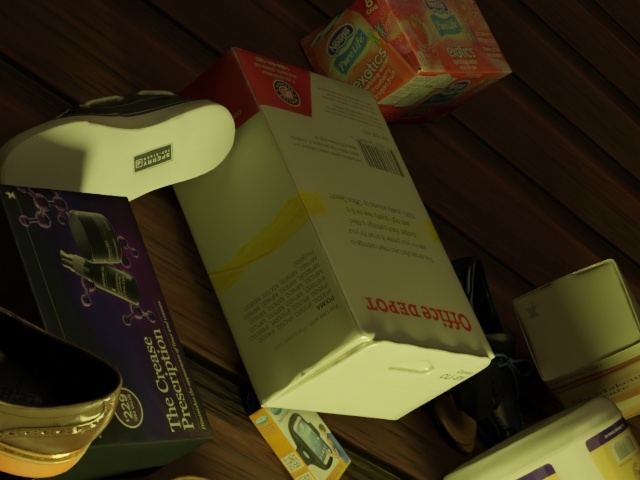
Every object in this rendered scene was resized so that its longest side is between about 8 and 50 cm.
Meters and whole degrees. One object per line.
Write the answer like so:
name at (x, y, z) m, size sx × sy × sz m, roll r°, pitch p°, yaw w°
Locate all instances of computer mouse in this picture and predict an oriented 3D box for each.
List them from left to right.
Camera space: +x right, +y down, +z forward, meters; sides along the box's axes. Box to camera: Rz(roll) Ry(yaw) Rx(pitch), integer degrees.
computer mouse at (0.220, 0.224, 2.079) m, size 0.071 × 0.041 × 0.242 m, roll -45°, pitch 128°, yaw -27°

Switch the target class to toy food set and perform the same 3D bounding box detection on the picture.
toy food set at (0.170, 0.224, 2.109) m, size 0.083 × 0.020 × 0.082 m, roll 38°, pitch 35°, yaw -31°

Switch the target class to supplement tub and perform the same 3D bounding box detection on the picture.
supplement tub at (0.315, 0.377, 1.959) m, size 0.241 × 0.241 × 0.331 m, roll -16°, pitch 77°, yaw -60°

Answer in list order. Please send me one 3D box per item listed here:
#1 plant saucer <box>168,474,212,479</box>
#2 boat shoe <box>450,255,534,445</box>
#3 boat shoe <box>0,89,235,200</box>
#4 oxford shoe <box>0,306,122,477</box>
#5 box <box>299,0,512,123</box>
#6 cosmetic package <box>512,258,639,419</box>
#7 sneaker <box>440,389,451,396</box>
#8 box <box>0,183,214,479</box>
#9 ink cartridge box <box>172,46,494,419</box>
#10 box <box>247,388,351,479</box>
plant saucer at (-0.108, 0.321, 1.574) m, size 0.198 × 0.036 × 0.198 m, roll 37°, pitch 36°, yaw -33°
boat shoe at (0.213, 0.141, 2.181) m, size 0.109 × 0.089 × 0.258 m, roll -1°, pitch 66°, yaw -58°
boat shoe at (-0.230, -0.101, 1.726) m, size 0.301 × 0.102 × 0.108 m, roll -21°, pitch 124°, yaw -42°
oxford shoe at (-0.329, 0.076, 1.304) m, size 0.364 × 0.133 × 0.130 m, roll 19°, pitch 53°, yaw -23°
box at (0.128, -0.263, 2.372) m, size 0.300 × 0.154 × 0.142 m, roll -10°, pitch 71°, yaw -58°
cosmetic package at (0.382, 0.152, 2.282) m, size 0.296 × 0.153 × 0.129 m, roll 43°, pitch 26°, yaw -61°
sneaker at (0.141, 0.161, 2.055) m, size 0.071 × 0.066 × 0.188 m, roll 34°, pitch 20°, yaw 21°
box at (-0.229, 0.088, 1.546) m, size 0.184 × 0.103 × 0.261 m, roll 2°, pitch 61°, yaw -53°
ink cartridge box at (0.000, 0.000, 1.892) m, size 0.279 × 0.160 × 0.384 m, roll 13°, pitch 47°, yaw -53°
box at (-0.026, 0.211, 1.814) m, size 0.136 × 0.028 × 0.081 m, roll 56°, pitch 28°, yaw -7°
